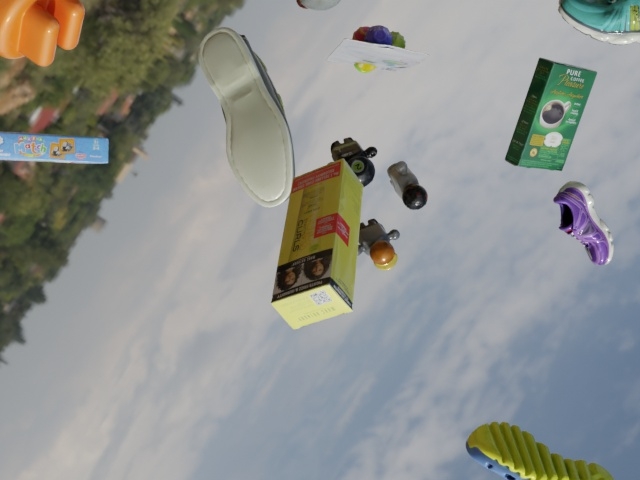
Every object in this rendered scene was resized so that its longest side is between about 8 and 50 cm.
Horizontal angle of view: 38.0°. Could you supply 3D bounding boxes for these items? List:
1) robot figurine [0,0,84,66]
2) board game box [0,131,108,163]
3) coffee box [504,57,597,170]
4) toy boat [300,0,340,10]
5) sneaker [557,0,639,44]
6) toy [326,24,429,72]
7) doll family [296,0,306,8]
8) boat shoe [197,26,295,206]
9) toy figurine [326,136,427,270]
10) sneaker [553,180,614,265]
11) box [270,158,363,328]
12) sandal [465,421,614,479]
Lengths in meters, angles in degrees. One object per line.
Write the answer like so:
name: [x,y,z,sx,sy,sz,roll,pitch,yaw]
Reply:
robot figurine: [-0.376,-0.298,1.072,0.158,0.219,0.128,-53,177,0]
board game box: [-0.402,-0.126,1.259,0.160,0.212,0.039,-164,-105,-71]
coffee box: [0.392,-0.212,1.583,0.040,0.113,0.184,40,-58,51]
toy boat: [0.097,-0.410,1.150,0.318,0.267,0.148,-43,-173,-13]
sneaker: [0.541,-0.395,1.559,0.110,0.275,0.107,81,23,-61]
toy: [0.093,-0.326,1.555,0.237,0.137,0.056,-178,-83,-83]
doll family: [-0.058,-0.437,1.475,0.111,0.193,0.076,-45,157,-41]
boat shoe: [-0.104,-0.193,1.484,0.109,0.305,0.091,-24,167,15]
toy figurine: [0.083,-0.067,1.755,0.213,0.210,0.148,-59,-155,17]
sneaker: [0.456,-0.023,1.642,0.071,0.170,0.068,-37,-162,-16]
box: [0.000,0.000,1.177,0.087,0.058,0.232,-19,-142,25]
sandal: [0.405,0.457,1.763,0.138,0.317,0.126,-55,-168,30]
